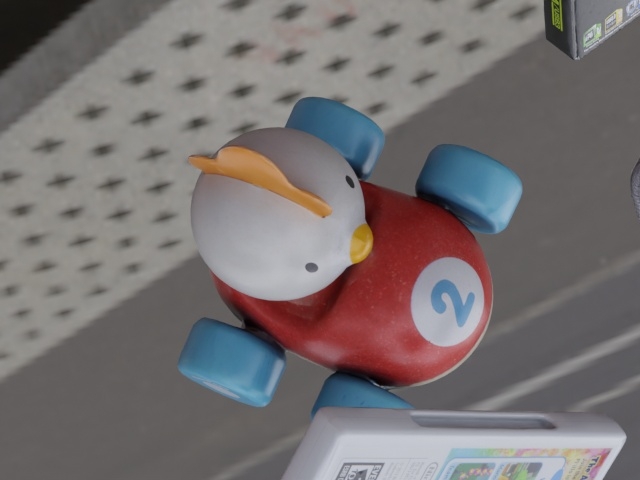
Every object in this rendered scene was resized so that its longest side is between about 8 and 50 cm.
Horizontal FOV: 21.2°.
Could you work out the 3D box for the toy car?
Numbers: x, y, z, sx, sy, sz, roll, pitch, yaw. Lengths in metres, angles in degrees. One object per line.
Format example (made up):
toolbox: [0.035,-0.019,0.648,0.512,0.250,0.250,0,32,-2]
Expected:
toy car: [0.000,0.000,1.129,0.210,0.219,0.238,21,169,20]

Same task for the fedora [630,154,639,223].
fedora: [0.269,-0.002,0.890,0.124,0.275,0.244,-46,162,-16]

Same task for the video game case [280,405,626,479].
video game case: [0.024,0.126,0.616,0.143,0.019,0.157,6,120,-41]

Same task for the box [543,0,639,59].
box: [0.267,-0.269,1.438,0.191,0.045,0.184,-36,148,-16]
